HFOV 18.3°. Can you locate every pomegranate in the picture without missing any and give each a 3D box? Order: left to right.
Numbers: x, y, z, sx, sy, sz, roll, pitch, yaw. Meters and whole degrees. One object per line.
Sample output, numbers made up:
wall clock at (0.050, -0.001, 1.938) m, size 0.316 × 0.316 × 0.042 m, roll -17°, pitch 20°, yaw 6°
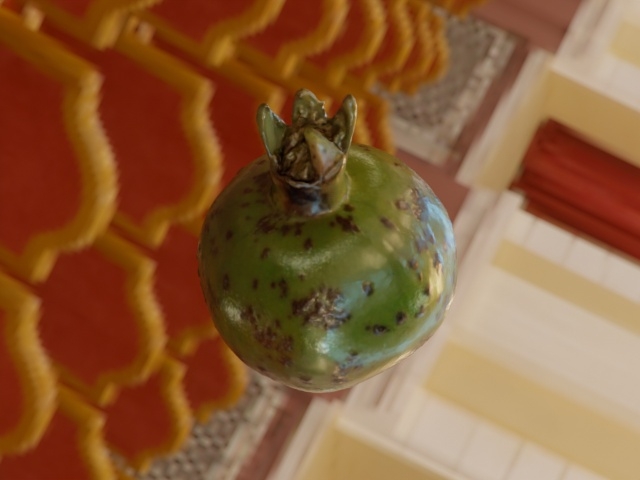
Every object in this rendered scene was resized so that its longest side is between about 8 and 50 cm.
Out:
pomegranate at (0.000, 0.000, 1.557) m, size 0.211 × 0.211 × 0.263 m, roll -60°, pitch 150°, yaw -35°
